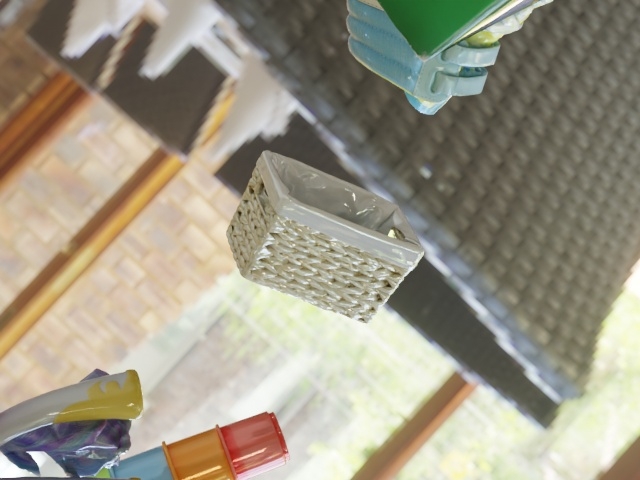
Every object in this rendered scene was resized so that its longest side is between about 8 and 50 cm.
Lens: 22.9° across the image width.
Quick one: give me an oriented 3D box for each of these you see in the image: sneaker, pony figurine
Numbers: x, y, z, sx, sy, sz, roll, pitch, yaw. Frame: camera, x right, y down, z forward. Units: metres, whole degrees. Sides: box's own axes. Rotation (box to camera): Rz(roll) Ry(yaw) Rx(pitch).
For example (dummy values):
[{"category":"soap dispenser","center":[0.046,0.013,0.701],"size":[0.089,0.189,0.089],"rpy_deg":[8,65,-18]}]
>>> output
[{"category":"sneaker","center":[0.167,-0.210,1.397],"size":[0.319,0.208,0.127],"rpy_deg":[6,-162,16]},{"category":"pony figurine","center":[-0.322,0.207,1.314],"size":[0.303,0.363,0.351],"rpy_deg":[105,153,-48]}]

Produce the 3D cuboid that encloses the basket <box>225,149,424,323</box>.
[{"category":"basket","center":[0.000,0.000,1.583],"size":[0.167,0.103,0.113],"rpy_deg":[21,-158,-24]}]

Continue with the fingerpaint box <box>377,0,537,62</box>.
[{"category":"fingerpaint box","center":[0.246,-0.322,0.937],"size":[0.163,0.445,0.371],"rpy_deg":[54,-146,1]}]

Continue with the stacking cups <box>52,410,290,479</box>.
[{"category":"stacking cups","center":[-0.190,0.265,1.720],"size":[0.096,0.316,0.096],"rpy_deg":[159,90,-85]}]
